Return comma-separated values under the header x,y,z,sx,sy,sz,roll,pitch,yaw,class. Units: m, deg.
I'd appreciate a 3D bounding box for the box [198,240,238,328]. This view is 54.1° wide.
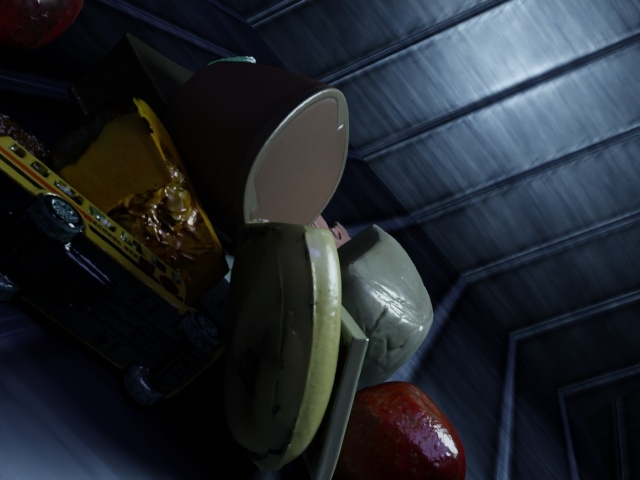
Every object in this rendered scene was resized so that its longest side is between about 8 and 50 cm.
x,y,z,sx,sy,sz,roll,pitch,yaw,class
-0.119,0.077,1.078,0.155,0.067,0.243,51,17,-7,box

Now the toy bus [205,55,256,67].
x,y,z,sx,sy,sz,roll,pitch,yaw,class
-0.134,-0.214,1.374,0.343,0.199,0.183,50,41,10,toy bus

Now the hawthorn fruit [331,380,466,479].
x,y,z,sx,sy,sz,roll,pitch,yaw,class
0.114,0.329,0.918,0.250,0.215,0.215,46,13,26,hawthorn fruit

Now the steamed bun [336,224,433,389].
x,y,z,sx,sy,sz,roll,pitch,yaw,class
0.089,0.136,1.180,0.236,0.247,0.383,47,16,-5,steamed bun

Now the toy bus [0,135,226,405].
x,y,z,sx,sy,sz,roll,pitch,yaw,class
-0.261,0.038,0.705,0.335,0.121,0.123,43,11,-22,toy bus

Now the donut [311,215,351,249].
x,y,z,sx,sy,sz,roll,pitch,yaw,class
0.000,0.000,1.511,0.233,0.085,0.199,38,20,-37,donut

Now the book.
x,y,z,sx,sy,sz,roll,pitch,yaw,class
-0.010,0.169,0.859,0.027,0.202,0.264,8,14,-17,book

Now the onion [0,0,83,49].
x,y,z,sx,sy,sz,roll,pitch,yaw,class
-0.462,-0.403,0.875,0.276,0.276,0.276,45,18,-19,onion

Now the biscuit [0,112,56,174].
x,y,z,sx,sy,sz,roll,pitch,yaw,class
-0.397,-0.109,0.811,0.206,0.025,0.126,42,19,-28,biscuit

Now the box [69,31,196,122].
x,y,z,sx,sy,sz,roll,pitch,yaw,class
-0.287,-0.230,1.152,0.184,0.143,0.273,57,16,17,box

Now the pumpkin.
x,y,z,sx,sy,sz,roll,pitch,yaw,class
-0.246,-0.060,0.852,0.281,0.139,0.190,59,-2,28,pumpkin

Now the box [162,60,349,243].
x,y,z,sx,sy,sz,roll,pitch,yaw,class
-0.113,-0.149,1.045,0.216,0.301,0.301,31,10,21,box

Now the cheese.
x,y,z,sx,sy,sz,roll,pitch,yaw,class
-0.057,0.128,0.789,0.128,0.316,0.259,9,-3,-13,cheese
